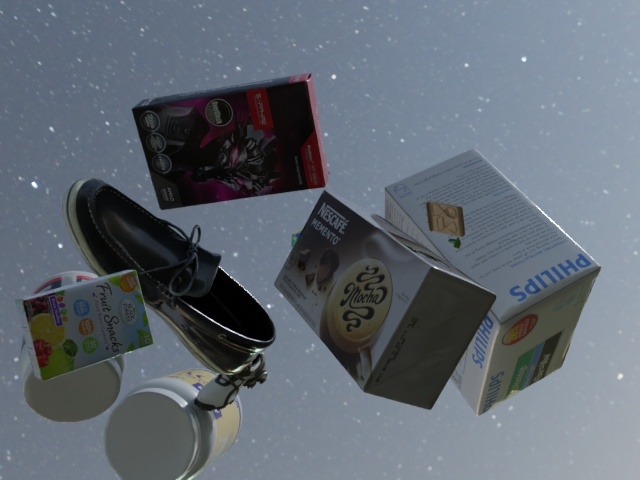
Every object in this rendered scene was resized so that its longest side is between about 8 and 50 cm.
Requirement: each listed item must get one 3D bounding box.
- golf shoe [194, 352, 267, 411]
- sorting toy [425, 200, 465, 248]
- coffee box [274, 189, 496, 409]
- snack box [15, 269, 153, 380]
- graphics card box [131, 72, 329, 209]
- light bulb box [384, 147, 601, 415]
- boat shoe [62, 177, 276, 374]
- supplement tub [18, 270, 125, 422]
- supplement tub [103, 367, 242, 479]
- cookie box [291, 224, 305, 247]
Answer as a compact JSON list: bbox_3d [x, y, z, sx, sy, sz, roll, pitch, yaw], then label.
[{"bbox_3d":[-0.198,0.296,1.478,0.198,0.077,0.093,-28,-47,-47],"label":"golf shoe"},{"bbox_3d":[0.203,-0.024,1.085,0.012,0.062,0.083,-43,-49,-41],"label":"sorting toy"},{"bbox_3d":[0.070,0.065,0.904,0.119,0.297,0.168,23,-79,-31],"label":"coffee box"},{"bbox_3d":[-0.287,0.101,0.831,0.141,0.037,0.100,-16,-83,-37],"label":"snack box"},{"bbox_3d":[-0.182,-0.205,1.419,0.371,0.094,0.232,-6,-65,7],"label":"graphics card box"},{"bbox_3d":[0.309,0.082,1.336,0.225,0.361,0.357,-25,-37,-14],"label":"light bulb box"},{"bbox_3d":[-0.268,0.062,1.279,0.156,0.186,0.500,-26,-62,29],"label":"boat shoe"},{"bbox_3d":[-0.485,0.202,1.331,0.191,0.272,0.191,-8,-58,-14],"label":"supplement tub"},{"bbox_3d":[-0.334,0.430,1.570,0.241,0.241,0.331,-50,-9,1],"label":"supplement tub"},{"bbox_3d":[0.000,0.000,1.596,0.092,0.107,0.040,-37,-40,-48],"label":"cookie box"}]
